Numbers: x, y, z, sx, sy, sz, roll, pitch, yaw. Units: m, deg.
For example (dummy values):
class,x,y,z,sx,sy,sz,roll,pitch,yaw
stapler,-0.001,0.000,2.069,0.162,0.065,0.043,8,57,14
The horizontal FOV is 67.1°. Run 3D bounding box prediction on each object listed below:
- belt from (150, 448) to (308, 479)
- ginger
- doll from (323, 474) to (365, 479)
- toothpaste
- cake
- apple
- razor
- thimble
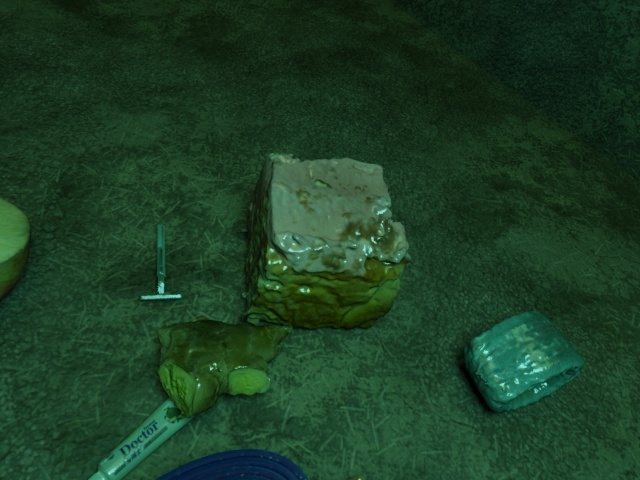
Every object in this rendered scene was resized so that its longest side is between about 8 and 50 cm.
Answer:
class,x,y,z,sx,sy,sz,roll,pitch,yaw
belt,-0.168,0.432,0.673,0.346,0.117,0.213,-24,56,-14
ginger,-0.177,0.216,0.921,0.270,0.123,0.218,-6,32,-45
doll,0.034,0.474,0.774,0.217,0.085,0.183,20,57,-8
toothpaste,-0.294,0.336,0.833,0.067,0.037,0.255,33,45,20
cake,0.000,0.000,1.046,0.313,0.293,0.307,9,50,-17
apple,-0.698,0.044,0.884,0.292,0.163,0.251,-11,42,-41
razor,-0.355,0.042,1.073,0.084,0.036,0.211,0,50,-19
thimble,0.412,0.252,1.002,0.234,0.199,0.143,-6,50,-29
